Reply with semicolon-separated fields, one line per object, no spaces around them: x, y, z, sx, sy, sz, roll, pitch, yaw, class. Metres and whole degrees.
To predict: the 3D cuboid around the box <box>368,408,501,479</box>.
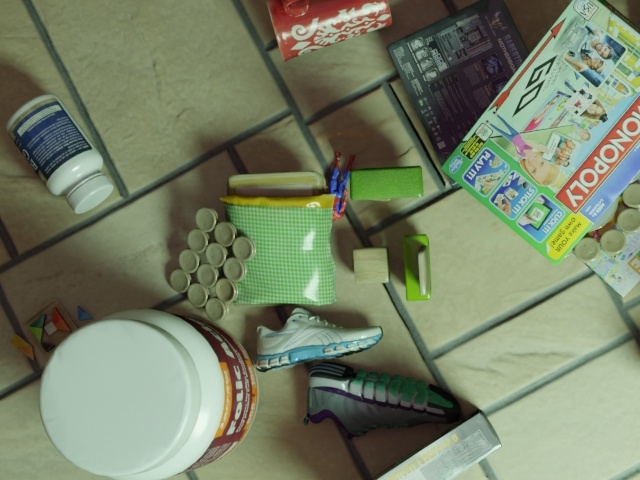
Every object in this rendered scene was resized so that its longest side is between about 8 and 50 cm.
0.137;0.316;1.781;0.231;0.183;0.056;-34;81;3;box

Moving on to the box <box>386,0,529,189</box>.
0.225;-0.216;1.887;0.183;0.059;0.232;-26;82;7;box

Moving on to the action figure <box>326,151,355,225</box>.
0.023;-0.072;1.915;0.038;0.030;0.115;12;88;5;action figure

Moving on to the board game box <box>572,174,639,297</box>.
0.444;-0.009;1.855;0.103;0.026;0.154;43;90;9;board game box

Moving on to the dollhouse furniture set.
0.000;0.000;1.830;0.301;0.151;0.197;-3;95;7;dollhouse furniture set

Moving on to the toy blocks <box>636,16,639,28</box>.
0.541;-0.336;1.809;0.309;0.260;0.288;-30;80;-42;toy blocks

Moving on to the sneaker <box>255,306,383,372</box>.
-0.006;0.133;1.878;0.191;0.071;0.083;-11;77;6;sneaker

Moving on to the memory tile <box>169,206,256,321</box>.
-0.157;0.035;1.896;0.113;0.012;0.148;36;117;21;memory tile

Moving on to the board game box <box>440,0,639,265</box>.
0.338;-0.150;1.752;0.213;0.046;0.317;41;116;9;board game box

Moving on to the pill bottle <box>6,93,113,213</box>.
-0.384;-0.126;1.937;0.094;0.094;0.169;-37;81;2;pill bottle

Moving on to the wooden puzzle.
-0.404;0.134;1.953;0.116;0.014;0.078;-44;81;1;wooden puzzle

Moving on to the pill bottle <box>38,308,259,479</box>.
-0.220;0.204;1.731;0.224;0.392;0.224;-1;84;7;pill bottle

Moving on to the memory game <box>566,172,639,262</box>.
0.373;-0.057;1.857;0.186;0.012;0.186;-5;73;17;memory game

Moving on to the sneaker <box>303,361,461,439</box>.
0.087;0.244;1.860;0.224;0.083;0.098;13;106;13;sneaker

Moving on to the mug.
0.013;-0.331;1.889;0.169;0.150;0.113;-15;107;1;mug
